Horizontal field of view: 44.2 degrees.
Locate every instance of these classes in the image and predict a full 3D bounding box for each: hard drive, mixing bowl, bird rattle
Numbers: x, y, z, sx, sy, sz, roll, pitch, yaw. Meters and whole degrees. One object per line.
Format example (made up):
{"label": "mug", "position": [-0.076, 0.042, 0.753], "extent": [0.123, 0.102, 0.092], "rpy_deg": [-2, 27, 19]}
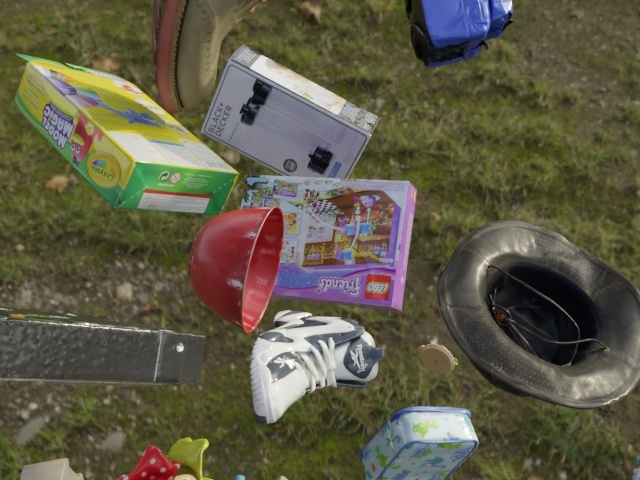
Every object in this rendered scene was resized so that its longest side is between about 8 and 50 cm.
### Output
{"label": "hard drive", "position": [-0.322, 0.104, 0.821], "extent": [0.236, 0.339, 0.064], "rpy_deg": [2, 82, 40]}
{"label": "mixing bowl", "position": [-0.123, 0.030, 1.103], "extent": [0.098, 0.181, 0.181], "rpy_deg": [13, 50, 10]}
{"label": "bird rattle", "position": [-0.233, 0.399, 1.154], "extent": [0.143, 0.253, 0.207], "rpy_deg": [43, 100, 11]}

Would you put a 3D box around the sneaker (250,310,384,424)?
{"label": "sneaker", "position": [0.003, 0.157, 1.006], "extent": [0.153, 0.094, 0.235], "rpy_deg": [-2, 11, 10]}

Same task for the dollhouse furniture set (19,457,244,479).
{"label": "dollhouse furniture set", "position": [-0.162, 0.337, 0.709], "extent": [0.303, 0.286, 0.198], "rpy_deg": [-11, 46, 3]}

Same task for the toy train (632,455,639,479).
{"label": "toy train", "position": [0.680, 0.469, 1.492], "extent": [0.184, 0.080, 0.105], "rpy_deg": [37, 80, 17]}

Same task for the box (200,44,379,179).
{"label": "box", "position": [-0.059, -0.215, 1.466], "extent": [0.289, 0.169, 0.087], "rpy_deg": [29, 35, -3]}

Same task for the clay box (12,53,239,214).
{"label": "clay box", "position": [-0.196, -0.104, 0.755], "extent": [0.222, 0.053, 0.127], "rpy_deg": [39, 22, 32]}

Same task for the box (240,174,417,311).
{"label": "box", "position": [0.000, 0.000, 1.285], "extent": [0.293, 0.057, 0.201], "rpy_deg": [5, 79, 23]}

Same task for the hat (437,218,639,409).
{"label": "hat", "position": [0.301, 0.129, 1.120], "extent": [0.331, 0.134, 0.331], "rpy_deg": [9, 44, -8]}

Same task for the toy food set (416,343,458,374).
{"label": "toy food set", "position": [0.254, 0.259, 1.713], "extent": [0.083, 0.083, 0.020], "rpy_deg": [55, 40, -8]}

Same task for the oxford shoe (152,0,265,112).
{"label": "oxford shoe", "position": [-0.066, -0.220, 0.643], "extent": [0.130, 0.348, 0.123], "rpy_deg": [3, 62, -16]}

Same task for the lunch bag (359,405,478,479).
{"label": "lunch bag", "position": [0.186, 0.396, 1.485], "extent": [0.176, 0.219, 0.090], "rpy_deg": [5, 47, -21]}

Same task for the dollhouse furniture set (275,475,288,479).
{"label": "dollhouse furniture set", "position": [-0.029, 0.369, 0.871], "extent": [0.151, 0.144, 0.123], "rpy_deg": [43, 25, -9]}

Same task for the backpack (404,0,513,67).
{"label": "backpack", "position": [0.137, -0.227, 0.798], "extent": [0.101, 0.120, 0.098], "rpy_deg": [-6, 86, 1]}
